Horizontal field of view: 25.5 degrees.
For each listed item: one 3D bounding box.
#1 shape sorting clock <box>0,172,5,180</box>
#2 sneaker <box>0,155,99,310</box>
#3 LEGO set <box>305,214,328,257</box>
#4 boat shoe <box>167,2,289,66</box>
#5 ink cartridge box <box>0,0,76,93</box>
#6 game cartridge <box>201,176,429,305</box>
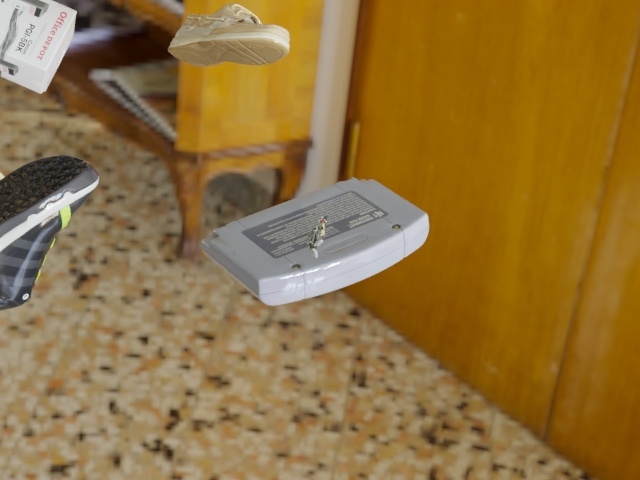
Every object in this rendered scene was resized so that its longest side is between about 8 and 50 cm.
[{"bbox_3d":[-0.519,-0.051,1.950,0.206,0.206,0.040,4,43,-4],"label":"shape sorting clock"},{"bbox_3d":[-0.308,0.011,1.396,0.234,0.097,0.084,-39,40,-7],"label":"sneaker"},{"bbox_3d":[-0.007,-0.009,1.919,0.023,0.083,0.054,9,52,-4],"label":"LEGO set"},{"bbox_3d":[-0.094,-0.220,1.486,0.170,0.059,0.063,5,-17,43],"label":"boat shoe"},{"bbox_3d":[-0.369,-0.249,1.672,0.135,0.056,0.099,23,60,-6],"label":"ink cartridge box"},{"bbox_3d":[0.000,0.000,2.071,0.297,0.062,0.198,-21,39,-27],"label":"game cartridge"}]
